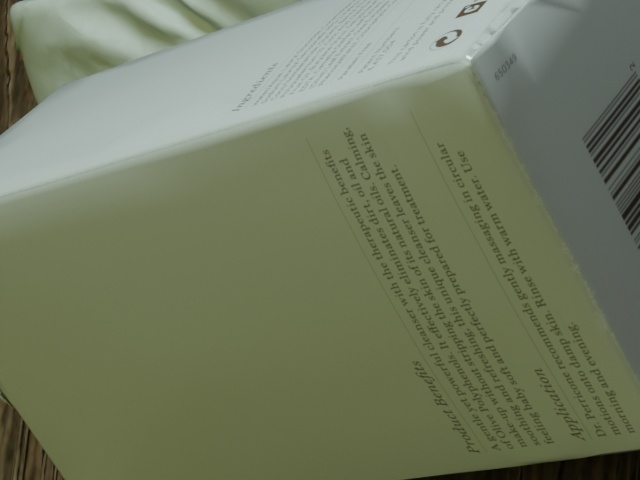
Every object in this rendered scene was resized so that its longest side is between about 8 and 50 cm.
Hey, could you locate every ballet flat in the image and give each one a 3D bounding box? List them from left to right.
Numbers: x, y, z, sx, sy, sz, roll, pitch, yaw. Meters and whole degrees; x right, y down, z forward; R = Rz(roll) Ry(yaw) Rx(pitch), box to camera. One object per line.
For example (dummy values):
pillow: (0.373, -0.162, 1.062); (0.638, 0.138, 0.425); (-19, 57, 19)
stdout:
ballet flat: (-0.024, -0.104, 1.078); (0.400, 0.139, 0.139); (-2, 78, 48)

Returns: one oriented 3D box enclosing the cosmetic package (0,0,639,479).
cosmetic package: (0.000, 0.000, 0.936); (0.365, 0.155, 0.197); (-11, 117, 42)
